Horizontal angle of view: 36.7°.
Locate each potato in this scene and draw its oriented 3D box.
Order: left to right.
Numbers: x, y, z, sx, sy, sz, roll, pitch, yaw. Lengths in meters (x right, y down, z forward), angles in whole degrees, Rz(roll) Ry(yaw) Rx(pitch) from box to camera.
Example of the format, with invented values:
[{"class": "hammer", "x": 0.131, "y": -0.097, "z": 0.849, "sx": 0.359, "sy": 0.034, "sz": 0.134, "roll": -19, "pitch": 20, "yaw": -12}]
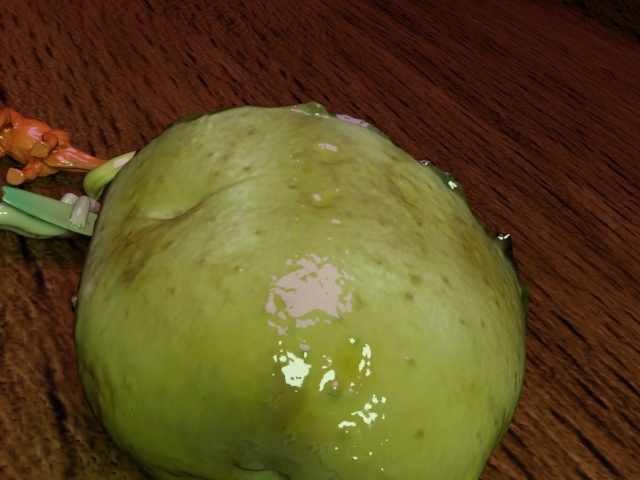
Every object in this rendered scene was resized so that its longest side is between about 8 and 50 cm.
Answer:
[{"class": "potato", "x": -0.012, "y": 0.065, "z": 0.541, "sx": 0.285, "sy": 0.242, "sz": 0.242, "roll": 33, "pitch": 22, "yaw": -10}]

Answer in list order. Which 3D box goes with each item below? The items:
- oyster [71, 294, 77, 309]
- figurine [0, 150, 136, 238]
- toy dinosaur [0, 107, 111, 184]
[{"class": "oyster", "x": -0.122, "y": 0.038, "z": 0.734, "sx": 0.146, "sy": 0.045, "sz": 0.122, "roll": -10, "pitch": 49, "yaw": -44}, {"class": "figurine", "x": -0.191, "y": -0.030, "z": 0.782, "sx": 0.187, "sy": 0.083, "sz": 0.083, "roll": -5, "pitch": 32, "yaw": -27}, {"class": "toy dinosaur", "x": -0.288, "y": -0.093, "z": 0.882, "sx": 0.279, "sy": 0.055, "sz": 0.101, "roll": 19, "pitch": 15, "yaw": 8}]
